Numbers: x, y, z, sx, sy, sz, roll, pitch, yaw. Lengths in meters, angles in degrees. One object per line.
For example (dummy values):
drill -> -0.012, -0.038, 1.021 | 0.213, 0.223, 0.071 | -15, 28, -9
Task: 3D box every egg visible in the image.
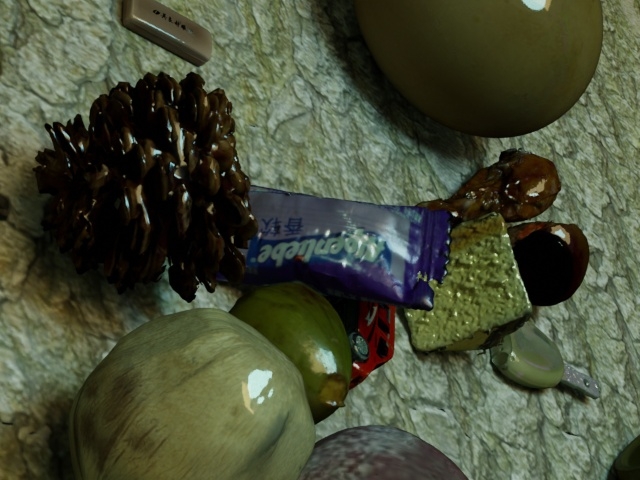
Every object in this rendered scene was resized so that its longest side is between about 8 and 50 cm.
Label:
egg -> 0.204, -0.310, 1.824 | 0.374, 0.301, 0.301 | 41, 36, -5

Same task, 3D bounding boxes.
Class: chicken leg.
chicken leg -> 0.207, -0.051, 1.794 | 0.304, 0.113, 0.093 | -21, 115, -45

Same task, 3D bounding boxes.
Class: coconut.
coconut -> -0.115, 0.170, 1.136 | 0.224, 0.224, 0.224 | 30, 41, -30

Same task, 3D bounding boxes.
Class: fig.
fig -> -0.039, 0.118, 1.305 | 0.154, 0.166, 0.144 | -15, 108, -25

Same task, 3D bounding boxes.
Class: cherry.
cherry -> 0.051, 0.285, 1.214 | 0.285, 0.213, 0.236 | -21, 67, -44

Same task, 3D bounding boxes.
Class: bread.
bread -> 0.169, 0.051, 1.613 | 0.127, 0.152, 0.147 | -1, 63, -40

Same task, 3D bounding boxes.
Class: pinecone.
pinecone -> -0.165, -0.049, 1.273 | 0.221, 0.221, 0.221 | 30, 41, -30

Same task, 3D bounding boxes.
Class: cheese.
cheese -> 0.293, 0.160, 1.751 | 0.192, 0.037, 0.097 | 28, 43, -32

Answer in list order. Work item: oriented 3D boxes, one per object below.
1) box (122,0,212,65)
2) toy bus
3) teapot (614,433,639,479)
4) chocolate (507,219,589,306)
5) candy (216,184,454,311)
box -> -0.175, -0.244, 1.569 | 0.115, 0.025, 0.048 | 26, 42, -33
toy bus -> 0.032, 0.094, 1.474 | 0.089, 0.081, 0.195 | 43, 34, -32
teapot -> 0.483, 0.317, 1.718 | 0.268, 0.185, 0.175 | -34, 88, -18
chocolate -> 0.294, 0.017, 1.800 | 0.124, 0.127, 0.133 | 20, 26, 13
candy -> 0.000, 0.000, 1.439 | 0.275, 0.070, 0.145 | 10, 51, 5
